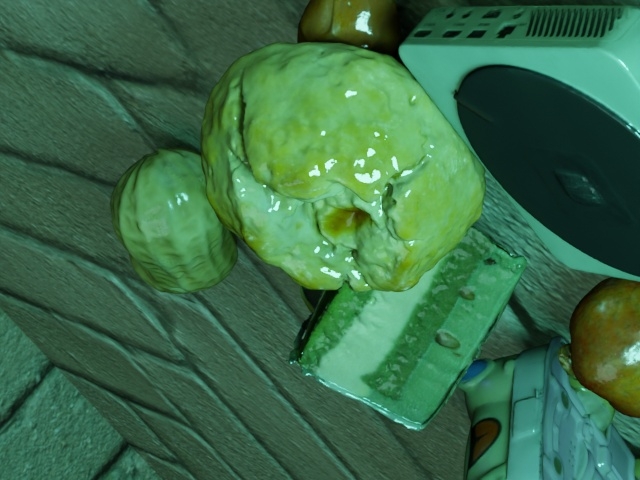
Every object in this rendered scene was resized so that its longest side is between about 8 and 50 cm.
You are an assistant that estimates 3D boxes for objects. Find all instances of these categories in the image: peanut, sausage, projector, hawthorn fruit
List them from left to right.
[{"bbox_3d":[-0.167,-0.016,2.251,0.147,0.147,0.305,34,166,16],"label":"peanut"},{"bbox_3d":[0.022,-0.156,1.621,0.089,0.089,0.179,33,152,18],"label":"sausage"},{"bbox_3d":[0.213,-0.072,1.451,0.259,0.079,0.257,49,159,-28],"label":"projector"},{"bbox_3d":[0.279,0.083,1.655,0.125,0.140,0.125,58,-174,-10],"label":"hawthorn fruit"}]

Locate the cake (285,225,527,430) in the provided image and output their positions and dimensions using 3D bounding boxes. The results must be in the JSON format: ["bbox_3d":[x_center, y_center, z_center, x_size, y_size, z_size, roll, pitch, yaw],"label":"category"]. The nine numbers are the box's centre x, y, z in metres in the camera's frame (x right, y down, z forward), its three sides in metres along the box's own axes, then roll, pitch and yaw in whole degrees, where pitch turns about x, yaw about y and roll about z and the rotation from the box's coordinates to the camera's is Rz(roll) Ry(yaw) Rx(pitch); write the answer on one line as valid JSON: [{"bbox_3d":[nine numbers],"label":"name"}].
[{"bbox_3d":[0.105,0.019,1.858,0.158,0.172,0.284,27,138,-2],"label":"cake"}]

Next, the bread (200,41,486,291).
[{"bbox_3d":[0.010,-0.050,1.590,0.244,0.134,0.244,11,142,9],"label":"bread"}]

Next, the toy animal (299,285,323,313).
[{"bbox_3d":[0.000,0.000,2.022,0.155,0.095,0.219,49,-170,-29],"label":"toy animal"}]

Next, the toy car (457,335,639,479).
[{"bbox_3d":[0.219,0.293,1.949,0.226,0.242,0.336,-20,128,27],"label":"toy car"}]

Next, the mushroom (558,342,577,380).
[{"bbox_3d":[0.265,0.097,1.747,0.129,0.073,0.088,9,-153,-49],"label":"mushroom"}]
